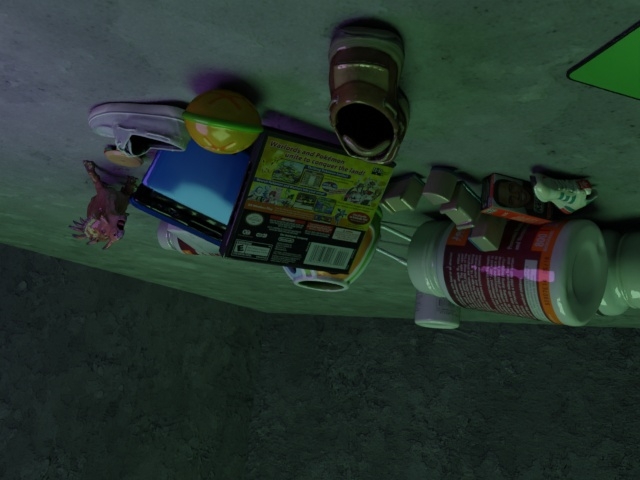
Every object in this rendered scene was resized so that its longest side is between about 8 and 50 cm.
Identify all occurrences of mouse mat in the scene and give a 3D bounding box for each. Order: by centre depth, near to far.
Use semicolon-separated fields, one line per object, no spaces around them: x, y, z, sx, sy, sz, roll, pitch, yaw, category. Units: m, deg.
0.416;-0.221;0.692;0.153;0.007;0.190;11;165;-15;mouse mat

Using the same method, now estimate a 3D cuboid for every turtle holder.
-0.009;-0.005;1.315;0.321;0.227;0.243;-7;161;44;turtle holder

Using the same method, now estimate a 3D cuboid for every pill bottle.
0.406;0.053;1.308;0.224;0.223;0.392;20;170;-42;pill bottle
0.620;0.079;1.391;0.204;0.204;0.361;19;162;-39;pill bottle
-0.343;-0.018;1.650;0.221;0.121;0.121;1;165;21;pill bottle
0.351;0.139;1.712;0.131;0.229;0.131;6;166;2;pill bottle

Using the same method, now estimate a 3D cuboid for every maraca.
-0.154;-0.191;0.926;0.127;0.099;0.185;12;-168;-10;maraca

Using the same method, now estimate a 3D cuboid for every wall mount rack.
0.129;0.027;1.603;0.305;0.130;0.350;-14;172;-14;wall mount rack

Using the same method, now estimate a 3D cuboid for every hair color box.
0.389;-0.079;1.141;0.141;0.071;0.043;10;166;-16;hair color box

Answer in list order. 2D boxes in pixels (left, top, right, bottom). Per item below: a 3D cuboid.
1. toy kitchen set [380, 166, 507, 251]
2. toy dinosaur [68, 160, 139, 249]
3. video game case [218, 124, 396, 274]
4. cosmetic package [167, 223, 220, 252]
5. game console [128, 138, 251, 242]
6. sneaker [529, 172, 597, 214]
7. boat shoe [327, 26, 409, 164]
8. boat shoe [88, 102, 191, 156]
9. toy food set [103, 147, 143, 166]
0.258;-0.077;1.202;0.207;0.122;0.166;39;152;-28;toy kitchen set
-0.524;-0.060;1.405;0.127;0.200;0.296;11;166;-15;toy dinosaur
-0.022;-0.063;1.069;0.275;0.248;0.035;9;-156;-30;video game case
-0.225;-0.049;1.440;0.225;0.138;0.224;3;166;9;cosmetic package
-0.215;-0.092;1.188;0.293;0.173;0.250;27;171;-21;game console
0.459;-0.100;1.085;0.161;0.057;0.075;20;145;-37;sneaker
0.064;-0.171;0.836;0.123;0.116;0.324;4;166;13;boat shoe
-0.325;-0.190;1.020;0.228;0.081;0.079;5;166;25;boat shoe
-0.423;-0.180;1.245;0.083;0.020;0.083;2;166;21;toy food set
